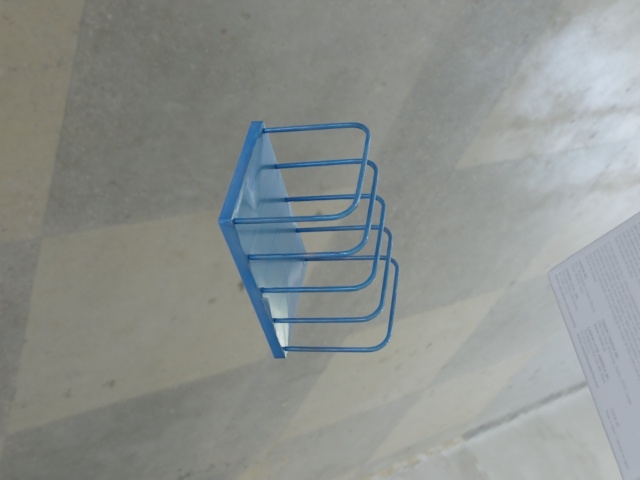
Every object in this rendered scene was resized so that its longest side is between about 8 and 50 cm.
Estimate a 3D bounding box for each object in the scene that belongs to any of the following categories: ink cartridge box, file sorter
[{"bbox_3d":[0.480,0.077,0.966,0.091,0.308,0.385,22,134,-36],"label":"ink cartridge box"},{"bbox_3d":[0.000,0.000,0.684,0.105,0.118,0.170,-3,136,15],"label":"file sorter"}]
